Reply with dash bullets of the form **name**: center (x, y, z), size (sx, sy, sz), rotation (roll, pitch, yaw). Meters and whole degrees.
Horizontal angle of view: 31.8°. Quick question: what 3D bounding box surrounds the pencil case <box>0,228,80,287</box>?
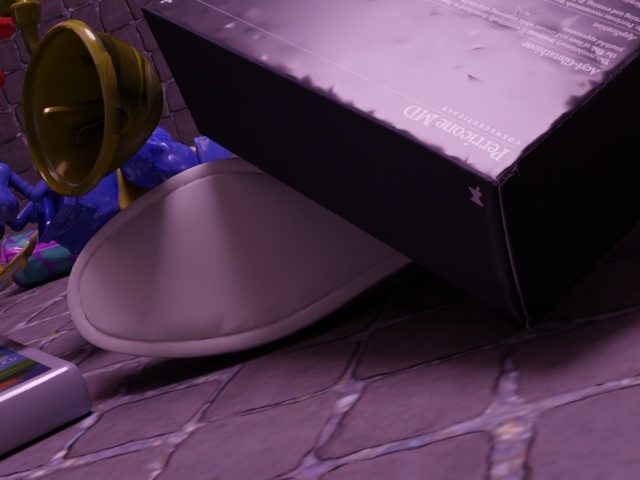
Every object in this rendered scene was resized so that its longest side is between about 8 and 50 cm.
- **pencil case**: center (-0.280, 0.002, 1.259), size (0.151, 0.065, 0.070), rotation (-20, -15, 10)

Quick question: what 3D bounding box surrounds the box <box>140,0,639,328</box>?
- **box**: center (0.061, -0.098, 0.581), size (0.184, 0.103, 0.261), rotation (-39, 46, -20)

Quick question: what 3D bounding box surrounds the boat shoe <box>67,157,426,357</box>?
- **boat shoe**: center (0.006, -0.003, 0.681), size (0.319, 0.116, 0.099), rotation (-22, -18, 4)

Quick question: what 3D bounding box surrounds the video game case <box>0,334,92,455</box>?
- **video game case**: center (-0.333, 0.145, 0.701), size (0.329, 0.036, 0.300), rotation (-24, 11, -24)

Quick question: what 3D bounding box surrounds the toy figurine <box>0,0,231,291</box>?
- **toy figurine**: center (-0.132, -0.065, 0.804), size (0.217, 0.191, 0.362), rotation (1, -25, -32)

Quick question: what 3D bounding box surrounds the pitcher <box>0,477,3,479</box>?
- **pitcher**: center (-0.217, 0.126, 0.379), size (0.207, 0.126, 0.178), rotation (6, 42, 45)
